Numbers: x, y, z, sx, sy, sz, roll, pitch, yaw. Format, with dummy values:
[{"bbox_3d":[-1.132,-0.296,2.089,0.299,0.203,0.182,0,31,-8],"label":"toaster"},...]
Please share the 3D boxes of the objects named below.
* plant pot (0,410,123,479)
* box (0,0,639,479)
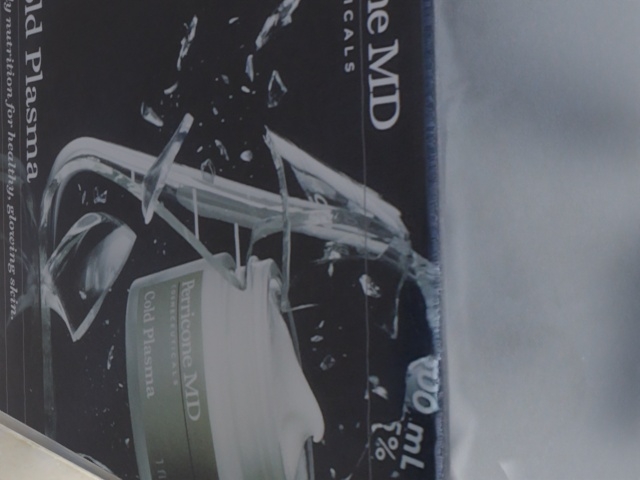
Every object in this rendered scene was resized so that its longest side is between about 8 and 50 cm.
[{"bbox_3d":[-0.209,0.174,0.479,0.256,0.256,0.274,38,75,-30],"label":"plant pot"},{"bbox_3d":[0.000,0.000,0.901,0.297,0.471,0.480,-1,88,-45],"label":"box"}]
